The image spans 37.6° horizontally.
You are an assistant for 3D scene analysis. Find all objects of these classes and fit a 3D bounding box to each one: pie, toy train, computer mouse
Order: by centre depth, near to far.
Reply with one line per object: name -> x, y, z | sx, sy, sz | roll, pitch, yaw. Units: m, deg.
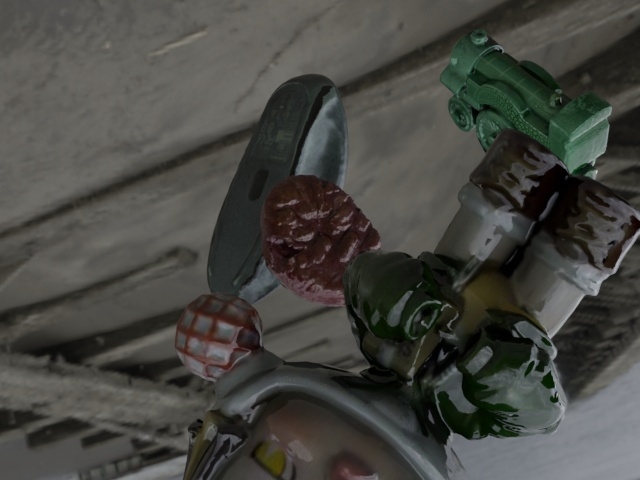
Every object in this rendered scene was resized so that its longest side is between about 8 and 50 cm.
toy train -> 0.176, -0.115, 0.831 | 0.071, 0.178, 0.105 | -33, 145, -15
pie -> 0.000, 0.000, 1.000 | 0.154, 0.155, 0.036 | -6, 158, -33
computer mouse -> -0.049, -0.062, 1.382 | 0.114, 0.374, 0.203 | 24, 177, -35

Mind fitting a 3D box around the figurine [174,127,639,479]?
figurine -> 0.044, 0.109, 0.568 | 0.370, 0.281, 0.167 | -55, 166, 1
